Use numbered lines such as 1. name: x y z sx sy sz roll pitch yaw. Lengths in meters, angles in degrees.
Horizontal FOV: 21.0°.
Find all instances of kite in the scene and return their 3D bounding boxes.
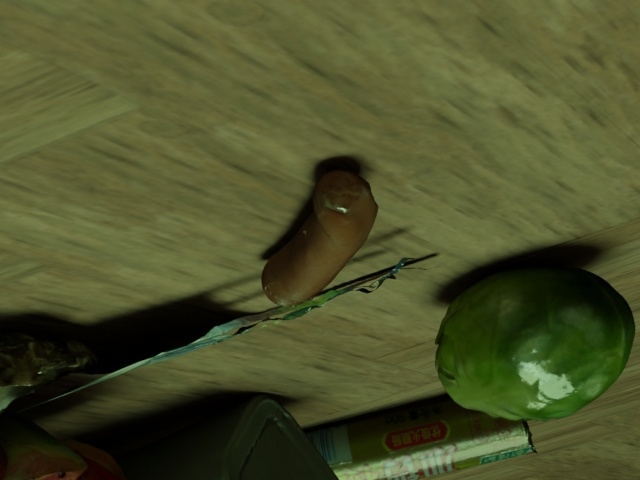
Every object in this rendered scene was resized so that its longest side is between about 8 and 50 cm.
1. kite: -0.063 0.064 1.221 0.310 0.015 0.169 -20 177 11

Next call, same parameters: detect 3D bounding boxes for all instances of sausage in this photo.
1. sausage: 0.000 0.000 1.049 0.043 0.043 0.186 -8 163 -17
2. sausage: 0.026 0.217 1.722 0.371 0.082 0.082 -14 163 4

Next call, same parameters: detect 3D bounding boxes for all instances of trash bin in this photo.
1. trash bin: -0.119 0.274 1.532 0.250 0.220 0.219 -29 -164 24

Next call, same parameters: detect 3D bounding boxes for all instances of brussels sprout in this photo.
1. brussels sprout: 0.160 0.079 1.296 0.155 0.117 0.155 -21 161 -7

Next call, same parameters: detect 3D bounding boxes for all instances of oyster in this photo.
1. oyster: -0.209 0.086 1.144 0.103 0.051 0.148 -17 169 29

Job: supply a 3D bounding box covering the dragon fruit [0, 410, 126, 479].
1. dragon fruit: -0.282 0.268 1.320 0.305 0.305 0.226 2 -165 -42
